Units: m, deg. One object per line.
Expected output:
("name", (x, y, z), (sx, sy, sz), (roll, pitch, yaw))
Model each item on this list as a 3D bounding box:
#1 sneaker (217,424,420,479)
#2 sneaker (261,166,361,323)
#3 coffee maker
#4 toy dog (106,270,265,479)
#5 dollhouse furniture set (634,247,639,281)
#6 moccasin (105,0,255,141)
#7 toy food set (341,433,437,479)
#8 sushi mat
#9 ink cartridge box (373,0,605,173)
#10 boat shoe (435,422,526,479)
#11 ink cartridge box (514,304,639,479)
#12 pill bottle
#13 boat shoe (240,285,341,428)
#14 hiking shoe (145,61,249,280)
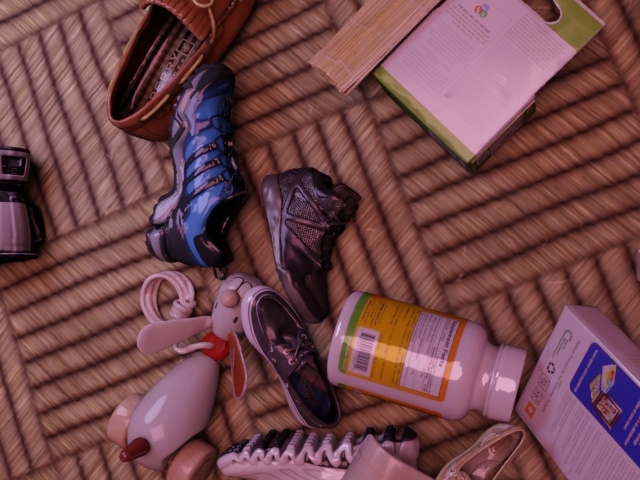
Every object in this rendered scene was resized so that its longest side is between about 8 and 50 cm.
("sneaker", (-0.005, 0.327, 1.245), (0.292, 0.110, 0.118), (-3, 94, 14))
("sneaker", (0.000, 0.000, 1.270), (0.130, 0.087, 0.227), (-15, 77, 19))
("coffee maker", (-0.527, -0.052, 1.390), (0.171, 0.120, 0.178), (-5, 84, 15))
("toy dog", (-0.200, 0.201, 1.268), (0.220, 0.161, 0.333), (7, 88, 14))
("dollhouse furniture set", (0.496, 0.123, 1.094), (0.212, 0.161, 0.241), (-7, 93, -23))
("moccasin", (-0.206, -0.331, 1.313), (0.139, 0.147, 0.380), (35, 95, 14))
("toy food set", (0.145, 0.420, 1.180), (0.306, 0.092, 0.219), (29, 97, -3))
("sushi mat", (0.118, -0.339, 1.253), (0.316, 0.019, 0.151), (-45, 33, 8))
("ink cartridge box", (0.232, -0.249, 1.225), (0.255, 0.097, 0.189), (-45, 77, 6))
("boat shoe", (0.195, 0.287, 1.106), (0.153, 0.048, 0.056), (-39, 88, -15))
("ink cartridge box", (0.369, 0.249, 1.029), (0.069, 0.371, 0.175), (6, 119, -24))
("pill bottle", (0.144, 0.162, 1.196), (0.246, 0.136, 0.136), (15, 90, 15))
("boat shoe", (-0.034, 0.166, 1.229), (0.080, 0.076, 0.228), (-29, 106, -28))
("hiking shoe", (-0.152, -0.104, 1.301), (0.132, 0.113, 0.303), (15, 97, 22))
